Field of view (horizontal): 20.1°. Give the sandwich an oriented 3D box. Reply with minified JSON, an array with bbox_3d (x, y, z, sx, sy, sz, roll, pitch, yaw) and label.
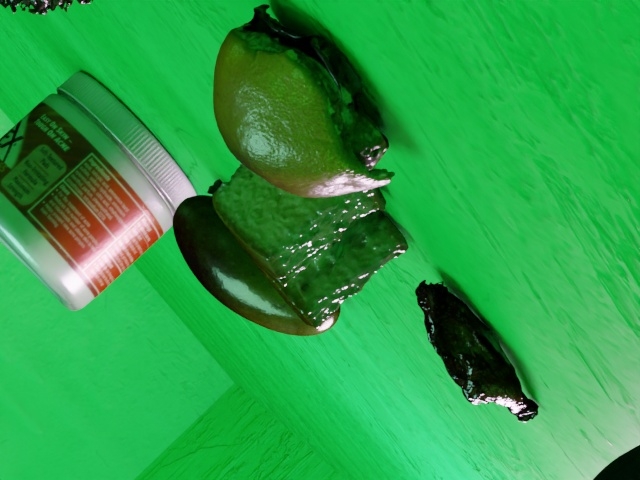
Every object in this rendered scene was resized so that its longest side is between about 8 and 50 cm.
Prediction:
[{"bbox_3d":[0.000,0.000,1.661,0.128,0.122,0.235,45,174,34],"label":"sandwich"}]

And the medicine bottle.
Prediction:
[{"bbox_3d":[-0.338,-0.065,2.502,0.252,0.241,0.252,45,170,10],"label":"medicine bottle"}]

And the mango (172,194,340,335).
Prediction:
[{"bbox_3d":[-0.088,0.032,2.208,0.267,0.111,0.133,36,156,26],"label":"mango"}]

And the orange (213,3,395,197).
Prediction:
[{"bbox_3d":[-0.021,-0.096,1.398,0.170,0.112,0.160,57,173,11],"label":"orange"}]

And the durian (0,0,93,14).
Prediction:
[{"bbox_3d":[-0.178,-0.248,1.306,0.196,0.167,0.196,2,178,0],"label":"durian"}]

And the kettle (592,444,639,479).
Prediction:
[{"bbox_3d":[0.300,0.257,1.336,0.308,0.262,0.203,69,-169,-75],"label":"kettle"}]

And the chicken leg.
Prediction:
[{"bbox_3d":[0.148,0.111,1.684,0.205,0.053,0.093,58,-170,-24],"label":"chicken leg"}]
